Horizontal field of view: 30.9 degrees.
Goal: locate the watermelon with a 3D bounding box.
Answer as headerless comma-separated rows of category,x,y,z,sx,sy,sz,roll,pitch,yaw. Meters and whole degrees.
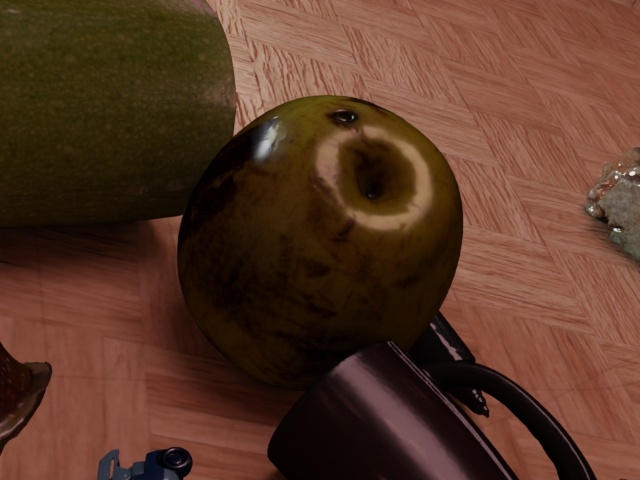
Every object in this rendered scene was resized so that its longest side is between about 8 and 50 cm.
watermelon,0.543,-0.039,1.715,0.302,0.151,0.264,35,30,15

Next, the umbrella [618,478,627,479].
umbrella,0.322,0.348,0.953,0.113,0.106,0.357,14,31,-28

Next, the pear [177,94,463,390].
pear,0.000,0.000,1.078,0.283,0.283,0.283,20,29,-12

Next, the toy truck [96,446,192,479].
toy truck,-0.132,0.215,0.860,0.074,0.063,0.136,0,35,-6

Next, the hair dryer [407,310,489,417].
hair dryer,0.068,0.055,1.251,0.189,0.107,0.352,-5,46,-39

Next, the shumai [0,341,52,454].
shumai,-0.272,0.111,0.774,0.185,0.184,0.218,-25,28,-12

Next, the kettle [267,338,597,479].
kettle,0.101,0.199,0.957,0.202,0.144,0.232,-41,68,-11

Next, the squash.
squash,-0.300,-0.138,1.095,0.384,0.263,0.263,-6,42,-43
